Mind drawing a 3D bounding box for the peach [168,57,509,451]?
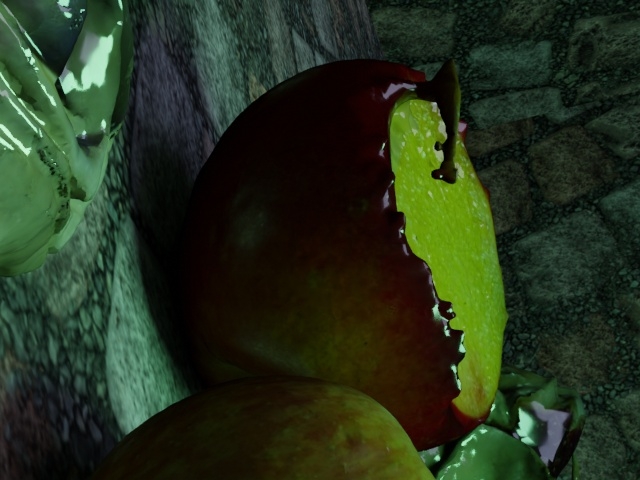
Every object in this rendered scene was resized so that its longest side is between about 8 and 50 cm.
[{"bbox_3d":[0.013,0.022,1.358,0.335,0.310,0.406,55,30,-53],"label":"peach"}]

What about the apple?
[{"bbox_3d":[-0.021,0.219,0.952,0.277,0.250,0.309,49,10,0],"label":"apple"}]

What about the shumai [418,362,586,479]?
[{"bbox_3d":[0.218,0.309,2.021,0.395,0.348,0.395,-20,90,-81],"label":"shumai"}]

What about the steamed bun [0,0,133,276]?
[{"bbox_3d":[-0.191,-0.107,0.669,0.275,0.206,0.320,26,48,-75],"label":"steamed bun"}]
